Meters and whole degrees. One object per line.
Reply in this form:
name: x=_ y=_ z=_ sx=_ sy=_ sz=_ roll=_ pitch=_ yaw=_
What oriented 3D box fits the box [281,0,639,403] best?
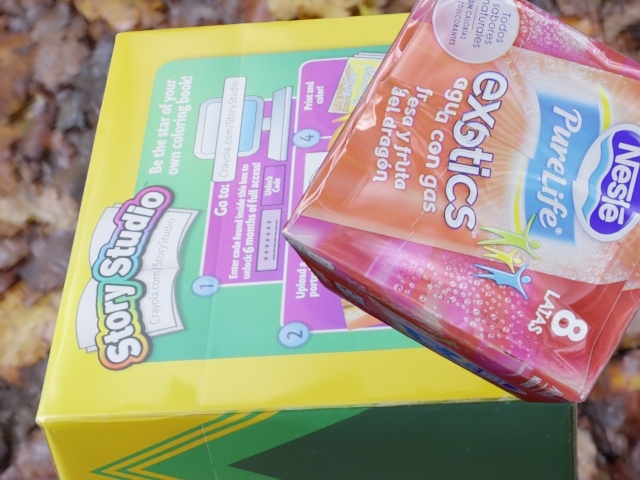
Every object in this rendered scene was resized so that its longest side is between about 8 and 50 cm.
box: x=0.075 y=-0.010 z=0.650 sx=0.128 sy=0.257 sz=0.123 roll=29 pitch=86 yaw=6

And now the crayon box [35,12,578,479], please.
crayon box: x=0.000 y=0.000 z=0.996 sx=0.313 sy=0.106 sz=0.363 roll=-4 pitch=45 yaw=7
